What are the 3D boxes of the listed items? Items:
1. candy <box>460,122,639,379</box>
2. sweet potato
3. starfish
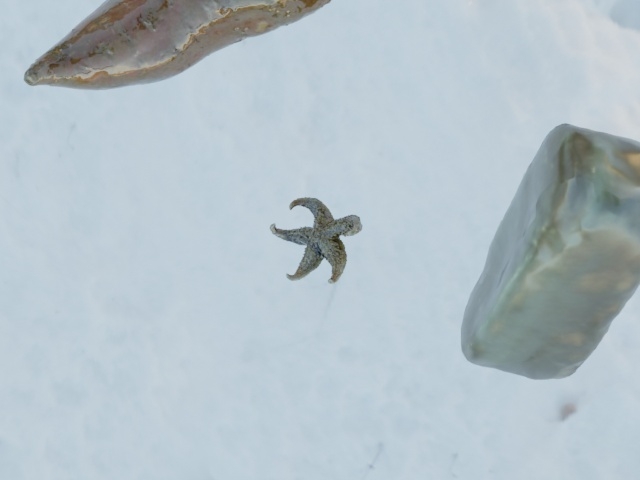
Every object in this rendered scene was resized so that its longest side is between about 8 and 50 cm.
[{"bbox_3d":[0.193,0.016,0.766,0.104,0.234,0.102,11,48,-9],"label":"candy"},{"bbox_3d":[-0.076,-0.210,0.795,0.355,0.106,0.095,-23,105,2],"label":"sweet potato"},{"bbox_3d":[0.000,0.000,0.781,0.078,0.028,0.091,-37,51,18],"label":"starfish"}]
